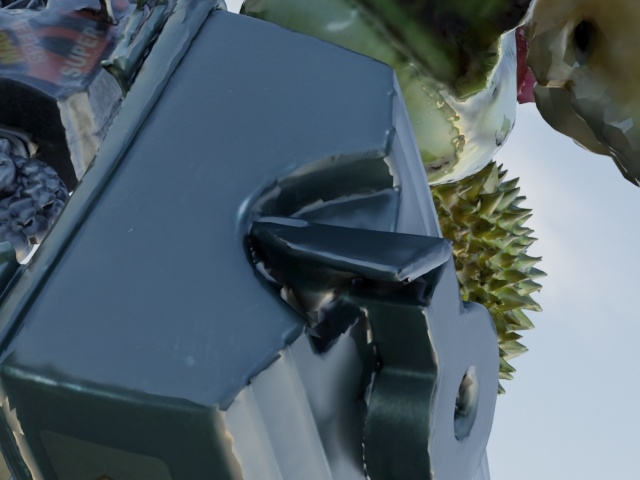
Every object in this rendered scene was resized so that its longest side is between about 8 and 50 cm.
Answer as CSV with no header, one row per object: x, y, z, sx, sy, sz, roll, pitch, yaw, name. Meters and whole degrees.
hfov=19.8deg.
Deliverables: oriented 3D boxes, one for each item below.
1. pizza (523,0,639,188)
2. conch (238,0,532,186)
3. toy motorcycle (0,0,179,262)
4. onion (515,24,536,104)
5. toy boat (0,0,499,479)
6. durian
0.164,-0.016,0.271,0.297,0.189,0.071,45,-2,31,pizza
0.037,-0.104,0.696,0.124,0.181,0.187,20,-1,-8,conch
-0.160,-0.066,0.839,0.307,0.173,0.108,-69,153,-58,toy motorcycle
0.138,-0.161,1.097,0.150,0.150,0.140,44,-40,26,onion
-0.013,0.084,0.452,0.122,0.114,0.296,11,-40,21,toy boat
-0.001,-0.001,1.166,0.291,0.225,0.291,6,-76,28,durian
